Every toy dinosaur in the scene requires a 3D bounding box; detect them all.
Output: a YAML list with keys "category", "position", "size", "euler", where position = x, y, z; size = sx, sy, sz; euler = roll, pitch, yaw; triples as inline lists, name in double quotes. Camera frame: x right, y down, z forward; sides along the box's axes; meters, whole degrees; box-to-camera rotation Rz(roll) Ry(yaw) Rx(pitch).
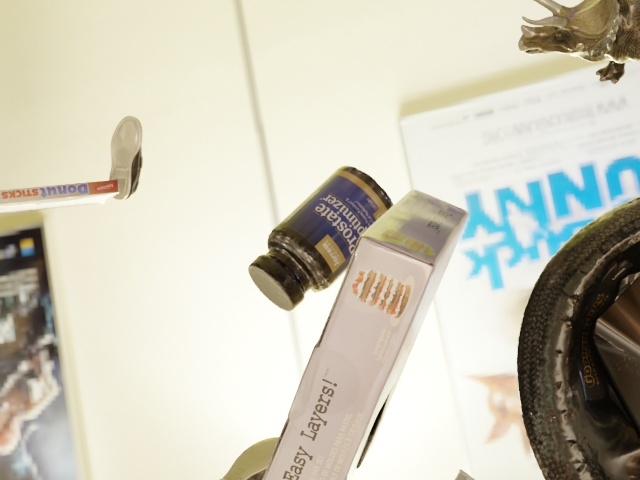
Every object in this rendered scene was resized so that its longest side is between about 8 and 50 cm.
- category: "toy dinosaur"
  position: [0.362, -0.257, 1.270]
  size: [0.313, 0.121, 0.160]
  euler: [-38, 139, -12]

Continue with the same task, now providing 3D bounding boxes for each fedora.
- category: "fedora"
  position: [0.323, 0.121, 0.981]
  size: [0.334, 0.334, 0.152]
  euler: [-13, 176, 14]

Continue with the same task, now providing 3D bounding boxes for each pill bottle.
- category: "pill bottle"
  position: [0.000, 0.000, 1.772]
  size: [0.219, 0.123, 0.123]
  euler: [-45, -177, -20]

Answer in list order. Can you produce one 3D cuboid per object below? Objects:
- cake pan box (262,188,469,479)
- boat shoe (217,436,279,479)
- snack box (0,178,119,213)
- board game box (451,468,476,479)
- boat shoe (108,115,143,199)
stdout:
- category: "cake pan box"
  position: [0.037, 0.101, 1.012]
  size: [0.070, 0.266, 0.246]
  euler: [24, -166, 10]
- category: "boat shoe"
  position: [-0.088, 0.294, 1.447]
  size: [0.049, 0.043, 0.137]
  euler: [14, -135, 44]
- category: "snack box"
  position: [-0.372, -0.059, 1.647]
  size: [0.178, 0.022, 0.064]
  euler: [-8, 170, -32]
- category: "board game box"
  position: [0.215, 0.354, 1.424]
  size: [0.048, 0.170, 0.141]
  euler: [-56, 168, 7]
- category: "boat shoe"
  position: [-0.280, -0.121, 1.741]
  size: [0.046, 0.125, 0.038]
  euler: [11, -168, 18]
